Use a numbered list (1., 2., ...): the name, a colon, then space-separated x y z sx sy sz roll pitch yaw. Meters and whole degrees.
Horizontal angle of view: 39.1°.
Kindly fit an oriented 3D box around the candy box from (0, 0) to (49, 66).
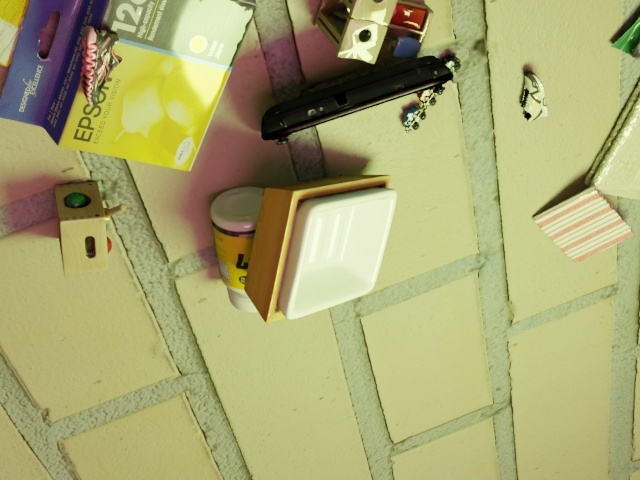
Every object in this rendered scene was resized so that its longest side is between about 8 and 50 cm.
1. candy box: -0.435 -0.349 1.257 0.105 0.027 0.206 27 112 -36

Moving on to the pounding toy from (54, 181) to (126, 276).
1. pounding toy: -0.372 -0.028 1.459 0.100 0.130 0.141 -6 127 -18

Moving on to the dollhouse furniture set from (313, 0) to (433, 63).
1. dollhouse furniture set: 0.108 -0.355 1.405 0.183 0.129 0.129 6 122 -25

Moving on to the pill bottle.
1. pill bottle: -0.125 0.019 1.603 0.119 0.119 0.208 -14 129 -12

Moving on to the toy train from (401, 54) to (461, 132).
1. toy train: 0.190 -0.257 1.580 0.036 0.027 0.158 21 115 -29

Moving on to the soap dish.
1. soap dish: 0.000 0.000 1.549 0.291 0.118 0.229 -14 122 -53

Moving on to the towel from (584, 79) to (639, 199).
1. towel: 0.662 -0.206 1.796 0.187 0.049 0.282 5 123 -26

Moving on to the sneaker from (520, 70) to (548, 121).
1. sneaker: 0.387 -0.261 1.649 0.043 0.040 0.109 -26 130 1

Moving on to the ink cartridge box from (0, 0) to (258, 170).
1. ink cartridge box: -0.287 -0.266 1.342 0.307 0.072 0.304 7 124 -35

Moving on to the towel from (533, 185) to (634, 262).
1. towel: 0.549 -0.033 1.876 0.144 0.029 0.197 -30 133 26

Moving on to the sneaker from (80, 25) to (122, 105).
1. sneaker: -0.309 -0.245 1.278 0.057 0.047 0.119 -7 129 -28

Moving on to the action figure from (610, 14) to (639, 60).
1. action figure: 0.639 -0.427 1.615 0.137 0.063 0.232 13 116 -26

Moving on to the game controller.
1. game controller: 0.054 -0.223 1.465 0.319 0.166 0.067 -18 89 -2
